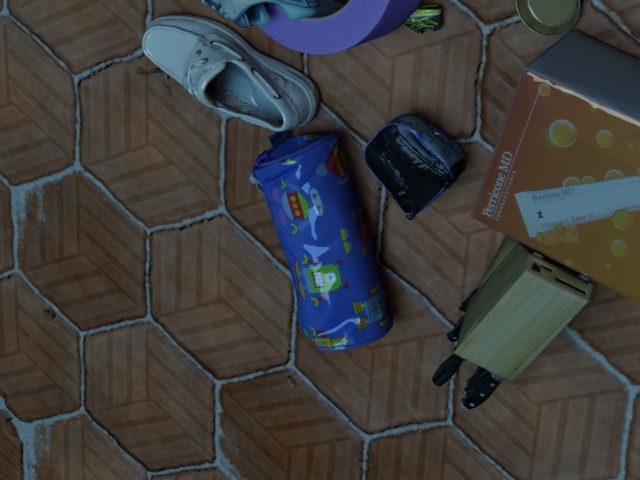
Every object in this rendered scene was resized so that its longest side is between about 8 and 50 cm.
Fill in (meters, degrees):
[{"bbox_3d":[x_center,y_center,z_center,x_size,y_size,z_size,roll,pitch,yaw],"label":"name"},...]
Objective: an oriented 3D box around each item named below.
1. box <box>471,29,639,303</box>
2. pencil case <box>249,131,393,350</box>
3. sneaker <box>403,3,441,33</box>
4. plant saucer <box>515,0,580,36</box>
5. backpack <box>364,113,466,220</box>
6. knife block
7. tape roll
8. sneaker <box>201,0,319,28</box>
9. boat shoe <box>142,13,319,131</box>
[{"bbox_3d":[0.387,-0.067,1.907,0.345,0.168,0.215,28,123,18],"label":"box"},{"bbox_3d":[0.000,0.000,2.200,0.133,0.119,0.306,-15,104,11],"label":"pencil case"},{"bbox_3d":[0.116,-0.279,2.059,0.083,0.031,0.035,0,112,31],"label":"sneaker"},{"bbox_3d":[0.278,-0.290,1.966,0.083,0.015,0.083,12,117,26],"label":"plant saucer"},{"bbox_3d":[0.120,-0.106,2.102,0.114,0.084,0.105,46,126,-1],"label":"backpack"},{"bbox_3d":[0.230,0.120,2.044,0.088,0.276,0.242,25,97,-6],"label":"knife block"},{"bbox_3d":[0.006,-0.375,2.023,0.275,0.090,0.275,16,117,33],"label":"tape roll"},{"bbox_3d":[-0.120,-0.322,2.017,0.283,0.110,0.122,7,116,38],"label":"sneaker"},{"bbox_3d":[-0.138,-0.227,2.196,0.277,0.096,0.098,25,123,20],"label":"boat shoe"}]
